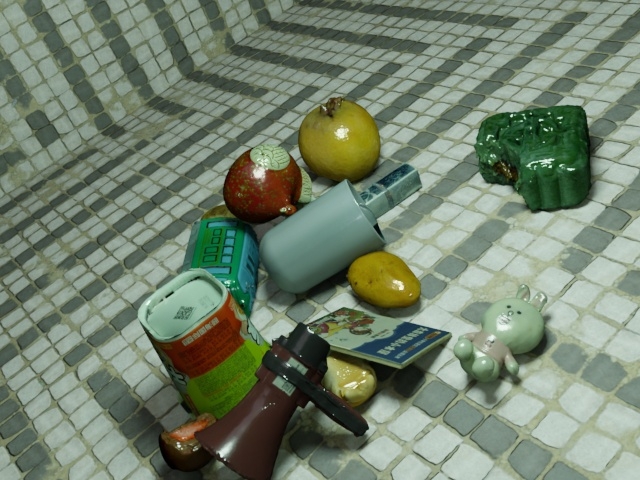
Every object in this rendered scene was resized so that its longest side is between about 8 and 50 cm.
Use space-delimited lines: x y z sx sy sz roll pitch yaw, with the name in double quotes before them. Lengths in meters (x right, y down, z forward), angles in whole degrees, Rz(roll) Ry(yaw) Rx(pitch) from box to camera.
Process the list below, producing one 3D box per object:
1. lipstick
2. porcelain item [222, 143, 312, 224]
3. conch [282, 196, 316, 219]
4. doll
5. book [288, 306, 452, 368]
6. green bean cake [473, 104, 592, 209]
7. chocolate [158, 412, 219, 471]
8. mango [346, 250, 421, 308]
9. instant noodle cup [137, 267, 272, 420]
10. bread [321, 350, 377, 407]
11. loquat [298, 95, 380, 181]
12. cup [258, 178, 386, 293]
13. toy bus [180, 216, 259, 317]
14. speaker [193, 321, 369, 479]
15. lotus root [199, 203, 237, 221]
"lipstick" 0.168 -0.120 2.148 0.290 0.076 0.077 -36 39 -12
"porcelain item" -0.142 -0.140 2.037 0.253 0.253 0.253 -16 36 12
"conch" -0.070 -0.103 2.238 0.114 0.234 0.137 14 89 15
"doll" 0.394 0.211 1.577 0.155 0.113 0.275 26 51 37
"book" 0.116 0.221 1.702 0.323 0.018 0.228 8 18 37
"green bean cake" 0.578 -0.228 1.974 0.300 0.169 0.307 -5 41 24
"chocolate" -0.283 0.451 1.627 0.133 0.127 0.124 -20 50 12
"mango" 0.168 0.101 1.836 0.147 0.109 0.227 -40 39 -24
"instant noodle cup" -0.268 0.251 1.724 0.294 0.307 0.293 -16 37 12
"bread" 0.054 0.312 1.651 0.119 0.084 0.177 -28 35 -16
"loquat" 0.062 -0.330 2.320 0.275 0.274 0.274 -16 36 12
"cup" 0.000 0.000 1.954 0.312 0.205 0.205 -32 34 10
"toy bus" -0.279 0.091 2.047 0.200 0.183 0.343 -8 39 8
"speaker" -0.066 0.361 1.513 0.259 0.198 0.329 38 84 30
"lotus root" -0.302 -0.057 2.302 0.138 0.138 0.214 10 36 38
